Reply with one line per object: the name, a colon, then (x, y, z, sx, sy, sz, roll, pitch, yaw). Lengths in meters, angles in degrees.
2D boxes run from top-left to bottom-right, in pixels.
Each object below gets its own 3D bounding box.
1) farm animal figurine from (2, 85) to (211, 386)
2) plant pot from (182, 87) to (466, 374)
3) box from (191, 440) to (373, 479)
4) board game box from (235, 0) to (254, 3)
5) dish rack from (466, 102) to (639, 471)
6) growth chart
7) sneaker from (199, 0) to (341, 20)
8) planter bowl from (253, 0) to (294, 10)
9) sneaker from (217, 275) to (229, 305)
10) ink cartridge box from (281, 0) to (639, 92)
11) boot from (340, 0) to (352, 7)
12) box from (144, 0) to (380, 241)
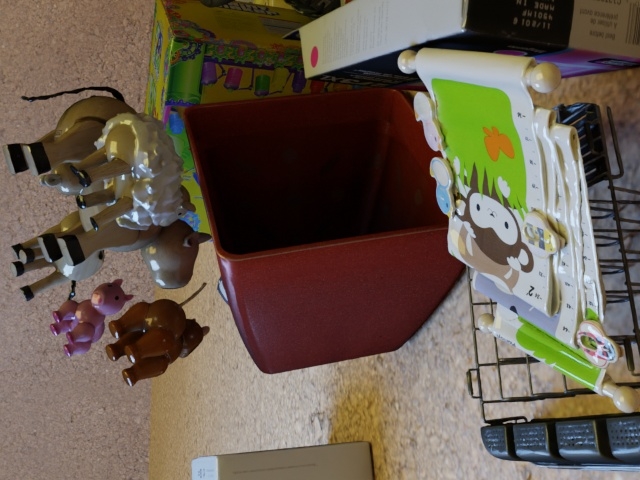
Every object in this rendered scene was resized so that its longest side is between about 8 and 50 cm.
farm animal figurine: (-0.226, -0.017, 0.768, 0.330, 0.172, 0.327, 25, 130, 40)
plant pot: (0.000, 0.000, 0.791, 0.267, 0.267, 0.236, -112, 19, -45)
box: (-0.044, 0.453, 0.900, 0.168, 0.214, 0.346, 140, 128, -62)
board game box: (-0.174, -0.352, 1.431, 0.224, 0.097, 0.304, 130, 138, -59)
dish rack: (0.188, 0.040, 0.536, 0.208, 0.074, 0.272, 144, 126, -62)
growth chart: (0.123, -0.016, 0.456, 0.172, 0.021, 0.237, 21, 133, 65)
sneaker: (-0.020, -0.323, 0.838, 0.111, 0.299, 0.121, 28, 136, 41)
planter bowl: (-0.064, -0.374, 1.161, 0.217, 0.090, 0.217, -178, 90, -68)
sneaker: (-0.150, 0.010, 1.347, 0.153, 0.099, 0.283, 138, 126, -59)
ink cartridge box: (0.102, -0.176, 0.614, 0.371, 0.175, 0.069, -157, 69, -67)
boot: (0.093, -0.302, 0.742, 0.176, 0.088, 0.244, -104, 28, -50)
box: (-0.082, -0.155, 0.924, 0.177, 0.289, 0.279, -116, 35, -49)
